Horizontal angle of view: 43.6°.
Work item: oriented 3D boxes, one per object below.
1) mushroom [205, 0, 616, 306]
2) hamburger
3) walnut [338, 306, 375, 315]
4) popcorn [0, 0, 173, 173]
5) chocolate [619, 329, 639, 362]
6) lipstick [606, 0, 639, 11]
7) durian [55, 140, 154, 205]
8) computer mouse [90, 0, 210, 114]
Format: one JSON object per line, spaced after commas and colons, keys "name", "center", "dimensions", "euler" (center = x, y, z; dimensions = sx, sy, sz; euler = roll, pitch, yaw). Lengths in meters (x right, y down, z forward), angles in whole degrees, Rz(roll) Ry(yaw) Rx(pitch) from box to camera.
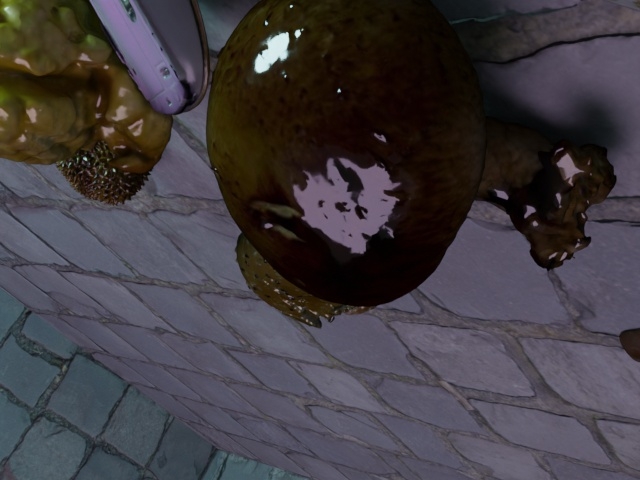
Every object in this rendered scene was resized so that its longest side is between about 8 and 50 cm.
{"name": "mushroom", "center": [0.071, -0.109, 0.783], "dimensions": [0.334, 0.356, 0.331], "euler": [58, 172, 29]}
{"name": "hamburger", "center": [0.000, 0.000, 1.066], "dimensions": [0.192, 0.167, 0.288], "euler": [30, 155, -9]}
{"name": "walnut", "center": [0.014, 0.078, 1.317], "dimensions": [0.170, 0.069, 0.143], "euler": [0, 145, 49]}
{"name": "popcorn", "center": [-0.321, -0.195, 0.912], "dimensions": [0.332, 0.265, 0.225], "euler": [32, 111, 3]}
{"name": "chocolate", "center": [0.442, 0.143, 1.063], "dimensions": [0.064, 0.031, 0.101], "euler": [42, 153, -18]}
{"name": "lipstick", "center": [0.170, -0.227, 0.607], "dimensions": [0.264, 0.059, 0.059], "euler": [22, 154, 13]}
{"name": "durian", "center": [-0.331, -0.126, 1.206], "dimensions": [0.158, 0.137, 0.168], "euler": [43, 150, 18]}
{"name": "computer mouse", "center": [-0.196, -0.273, 0.793], "dimensions": [0.310, 0.072, 0.158], "euler": [62, 156, -12]}
